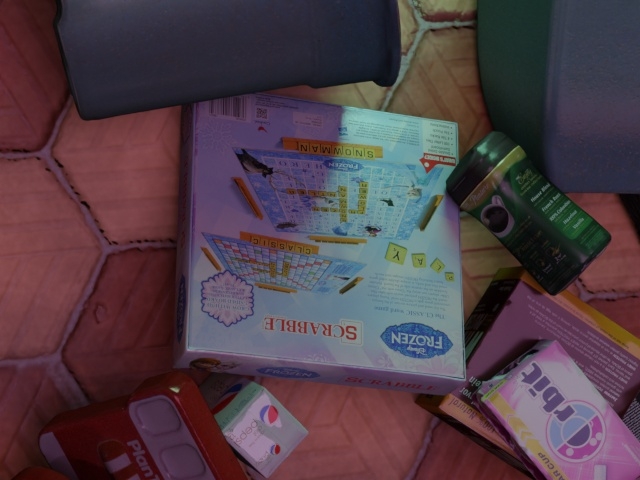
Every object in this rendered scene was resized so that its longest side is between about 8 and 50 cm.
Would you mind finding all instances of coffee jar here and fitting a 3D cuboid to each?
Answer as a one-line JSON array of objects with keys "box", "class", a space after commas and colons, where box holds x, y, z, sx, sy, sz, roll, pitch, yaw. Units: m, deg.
[{"box": [0.228, -0.032, 1.903, 0.184, 0.096, 0.079, 45, 55, 4], "class": "coffee jar"}]

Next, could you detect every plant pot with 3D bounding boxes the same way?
[{"box": [-0.123, -0.285, 1.791, 0.334, 0.341, 0.341, -16, 96, -8], "class": "plant pot"}, {"box": [0.318, -0.189, 1.963, 0.247, 0.248, 0.252, 1, 108, -17], "class": "plant pot"}]

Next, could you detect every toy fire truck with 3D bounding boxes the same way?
[{"box": [-0.168, 0.295, 1.797, 0.169, 0.254, 0.302, -41, 109, -51], "class": "toy fire truck"}]

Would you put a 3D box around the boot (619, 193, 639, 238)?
[{"box": [0.478, -0.065, 2.103, 0.208, 0.076, 0.189, -33, 109, -23], "class": "boot"}]

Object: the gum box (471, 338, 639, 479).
[{"box": [0.265, 0.206, 1.894, 0.107, 0.062, 0.188, -40, 94, -9], "class": "gum box"}]

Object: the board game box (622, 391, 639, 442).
[{"box": [0.428, 0.191, 2.113, 0.186, 0.026, 0.126, -32, 100, -13], "class": "board game box"}]

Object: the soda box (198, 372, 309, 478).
[{"box": [-0.086, 0.194, 1.860, 0.074, 0.216, 0.069, 45, 81, -13], "class": "soda box"}]

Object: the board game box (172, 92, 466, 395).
[{"box": [0.000, 0.000, 1.898, 0.319, 0.066, 0.318, 8, 66, -16], "class": "board game box"}]

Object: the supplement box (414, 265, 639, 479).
[{"box": [0.250, 0.161, 1.992, 0.191, 0.129, 0.194, 34, 83, -7], "class": "supplement box"}]
